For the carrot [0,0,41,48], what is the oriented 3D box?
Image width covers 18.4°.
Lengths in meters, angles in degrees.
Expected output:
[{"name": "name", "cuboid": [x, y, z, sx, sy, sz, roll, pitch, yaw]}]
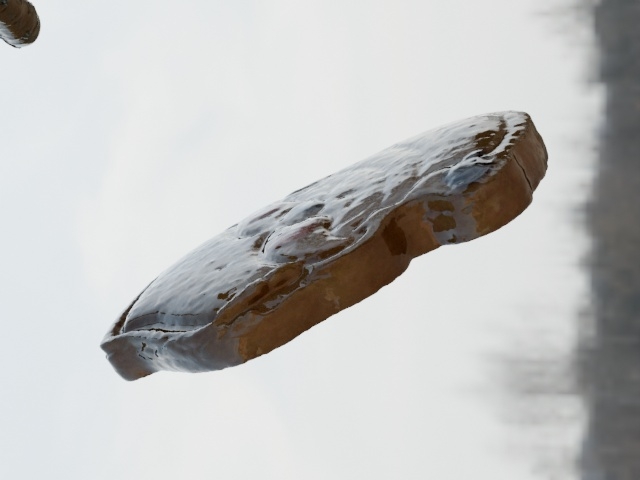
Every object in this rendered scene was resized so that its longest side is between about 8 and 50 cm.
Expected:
[{"name": "carrot", "cuboid": [-0.327, -0.248, 1.931, 0.254, 0.049, 0.049, 54, -142, -70]}]

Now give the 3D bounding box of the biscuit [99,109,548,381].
[{"name": "biscuit", "cuboid": [0.000, -0.001, 1.853, 0.078, 0.455, 0.350, 62, 177, -9]}]
